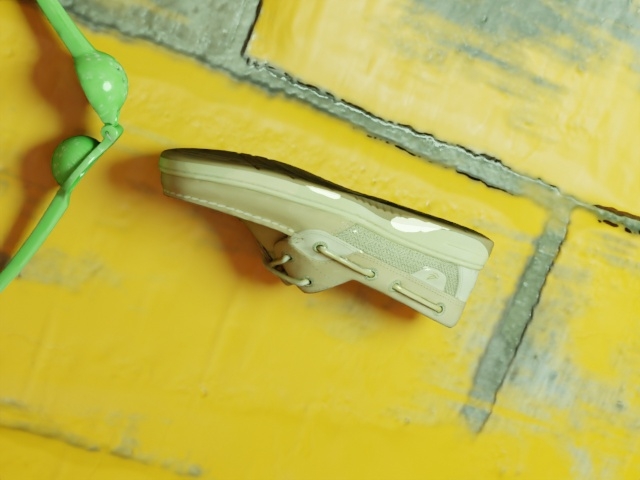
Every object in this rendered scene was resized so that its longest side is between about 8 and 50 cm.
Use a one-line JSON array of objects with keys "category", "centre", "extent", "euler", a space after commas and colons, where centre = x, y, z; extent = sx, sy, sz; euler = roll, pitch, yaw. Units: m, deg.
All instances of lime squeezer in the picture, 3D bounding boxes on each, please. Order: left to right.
[{"category": "lime squeezer", "centre": [-0.211, -0.089, 1.173], "extent": [0.110, 0.059, 0.310], "euler": [3, 103, -16]}]

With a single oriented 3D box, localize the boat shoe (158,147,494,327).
[{"category": "boat shoe", "centre": [0.000, 0.000, 1.228], "extent": [0.302, 0.109, 0.098], "euler": [17, 97, -24]}]
